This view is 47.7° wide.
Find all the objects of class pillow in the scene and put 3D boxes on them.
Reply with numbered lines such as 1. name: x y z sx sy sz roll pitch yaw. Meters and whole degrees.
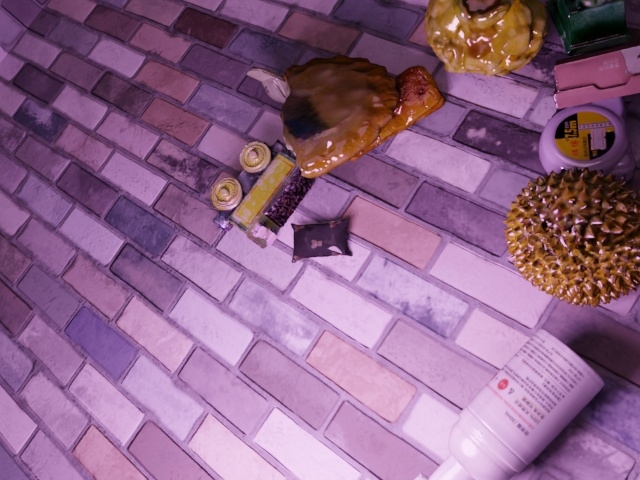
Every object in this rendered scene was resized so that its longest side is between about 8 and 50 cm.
1. pillow: 0.000 0.000 1.657 0.150 0.048 0.090 -5 61 23

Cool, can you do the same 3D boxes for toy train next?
1. toy train: 0.552 -0.536 1.511 0.145 0.202 0.266 -11 43 13
2. toy train: -0.140 -0.116 1.740 0.177 0.134 0.261 34 85 27

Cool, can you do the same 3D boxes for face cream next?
1. face cream: 0.316 0.335 1.271 0.370 0.145 0.145 -47 54 1

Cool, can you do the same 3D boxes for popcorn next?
1. popcorn: 0.362 -0.490 1.602 0.224 0.270 0.257 -47 17 -32

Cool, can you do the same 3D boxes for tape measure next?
1. tape measure: 0.530 -0.189 1.449 0.178 0.105 0.196 0 67 19

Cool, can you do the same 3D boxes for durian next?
1. durian: 0.477 -0.010 1.308 0.292 0.258 0.258 21 76 22

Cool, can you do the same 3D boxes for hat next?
1. hat: -0.113 -0.401 1.867 0.166 0.122 0.081 21 102 -2

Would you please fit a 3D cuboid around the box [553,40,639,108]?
1. box: 0.572 -0.333 1.430 0.215 0.215 0.086 -8 103 23

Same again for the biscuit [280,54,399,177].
1. biscuit: 0.005 -0.315 1.692 0.329 0.078 0.335 -46 55 -11

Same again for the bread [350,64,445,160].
1. bread: 0.155 -0.298 1.709 0.270 0.077 0.139 -30 59 8
